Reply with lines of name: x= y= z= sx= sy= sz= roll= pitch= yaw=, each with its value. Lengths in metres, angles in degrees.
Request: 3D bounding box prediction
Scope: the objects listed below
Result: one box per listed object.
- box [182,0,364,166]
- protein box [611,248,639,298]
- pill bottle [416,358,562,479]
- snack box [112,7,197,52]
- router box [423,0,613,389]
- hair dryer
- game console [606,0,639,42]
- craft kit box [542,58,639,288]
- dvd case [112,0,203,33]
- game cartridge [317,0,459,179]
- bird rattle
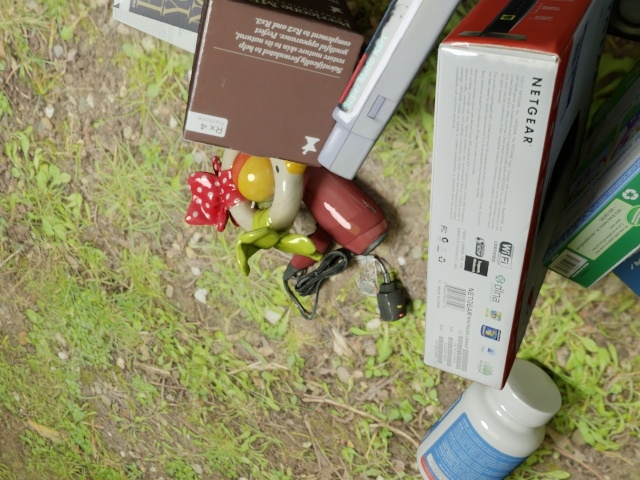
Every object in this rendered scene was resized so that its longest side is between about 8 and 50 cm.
box: x=-0.065 y=-0.220 z=0.748 sx=0.169 sy=0.203 sz=0.167 roll=10 pitch=124 yaw=-16
protein box: x=0.427 y=-0.011 z=0.646 sx=0.201 sy=0.136 sz=0.200 roll=45 pitch=127 yaw=3
pill bottle: x=0.242 y=0.274 z=0.894 sx=0.124 sy=0.124 sz=0.221 roll=36 pitch=126 yaw=10
snack box: x=-0.175 y=-0.426 z=0.830 sx=0.187 sy=0.060 sz=0.321 roll=27 pitch=123 yaw=13
router box: x=0.194 y=-0.080 z=0.600 sx=0.082 sy=0.301 sz=0.335 roll=15 pitch=133 yaw=24
hair dryer: x=0.000 y=0.000 z=0.926 sx=0.224 sy=0.080 sz=0.293 roll=-1 pitch=110 yaw=32
game console: x=0.376 y=-0.329 z=0.503 sx=0.342 sy=0.060 sz=0.386 roll=25 pitch=142 yaw=18
craft kit box: x=0.308 y=-0.114 z=0.549 sx=0.061 sy=0.246 sz=0.249 roll=27 pitch=146 yaw=4
dvd case: x=-0.142 y=-0.345 z=0.794 sx=0.221 sy=0.018 sz=0.164 roll=15 pitch=122 yaw=-11
game cartridge: x=0.115 y=-0.249 z=0.648 sx=0.068 sy=0.230 sz=0.355 roll=33 pitch=125 yaw=4
bird rattle: x=-0.089 y=-0.073 z=0.890 sx=0.253 sy=0.143 sz=0.206 roll=50 pitch=131 yaw=42
